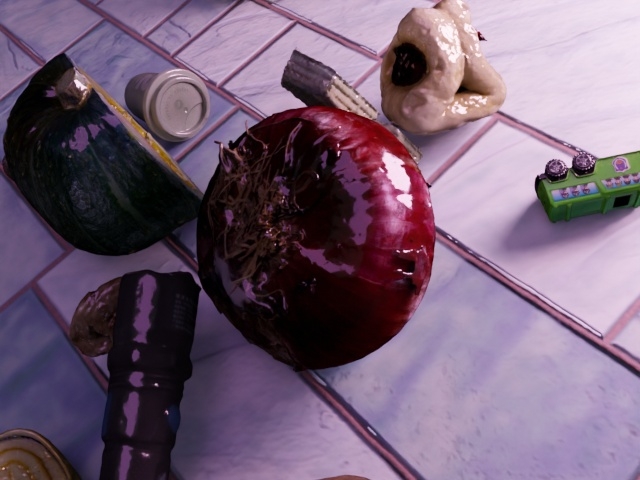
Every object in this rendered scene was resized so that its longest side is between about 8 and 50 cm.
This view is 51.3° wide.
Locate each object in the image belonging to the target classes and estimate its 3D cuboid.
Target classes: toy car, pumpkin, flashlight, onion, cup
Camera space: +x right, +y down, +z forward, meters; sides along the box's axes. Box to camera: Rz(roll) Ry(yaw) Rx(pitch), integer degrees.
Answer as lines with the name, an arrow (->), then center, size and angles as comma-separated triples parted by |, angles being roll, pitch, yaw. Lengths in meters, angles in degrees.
toy car -> 0.343, -0.069, 0.793 | 0.165, 0.071, 0.062 | -12, 68, 13
pumpkin -> -0.330, -0.100, 0.953 | 0.197, 0.263, 0.293 | -43, 52, -4
flashlight -> -0.199, 0.236, 0.724 | 0.103, 0.103, 0.423 | -6, 65, 17
onion -> 0.000, 0.000, 0.781 | 0.314, 0.232, 0.313 | -6, 81, 40
cup -> -0.262, -0.234, 1.120 | 0.120, 0.120, 0.141 | -47, 40, -14

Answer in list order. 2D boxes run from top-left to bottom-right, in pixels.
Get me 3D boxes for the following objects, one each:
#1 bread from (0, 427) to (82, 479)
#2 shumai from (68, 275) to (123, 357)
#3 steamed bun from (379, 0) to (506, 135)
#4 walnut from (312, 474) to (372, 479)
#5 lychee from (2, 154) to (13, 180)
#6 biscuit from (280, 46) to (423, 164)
bread -> -0.348, 0.300, 0.782 | 0.156, 0.064, 0.117 | 41, 61, 21
shumai -> -0.239, 0.105, 0.864 | 0.105, 0.123, 0.139 | 27, 55, 22
steamed bun -> 0.160, -0.244, 0.902 | 0.172, 0.155, 0.141 | -18, 33, -15
walnut -> 0.006, 0.315, 0.572 | 0.224, 0.224, 0.224 | -10, 53, 14
lychee -> -0.522, -0.132, 1.173 | 0.083, 0.068, 0.067 | 47, 122, 35
biscuit -> 0.031, -0.171, 0.875 | 0.147, 0.250, 0.046 | 36, 94, 35
